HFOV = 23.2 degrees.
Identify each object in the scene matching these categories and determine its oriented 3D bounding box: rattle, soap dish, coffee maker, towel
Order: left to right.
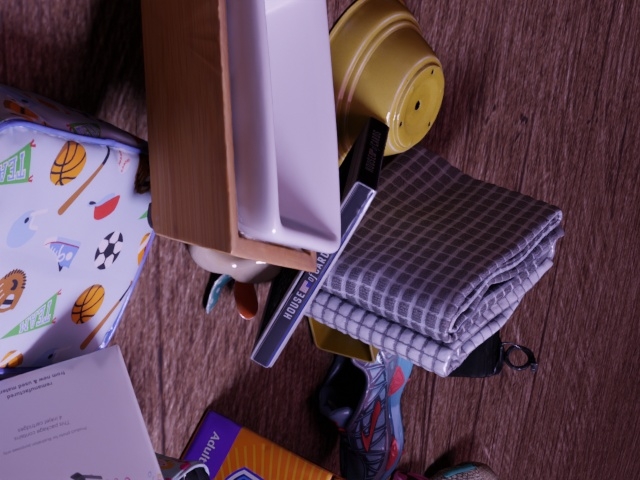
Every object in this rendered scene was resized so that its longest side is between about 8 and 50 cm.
[{"bbox_3d":[-0.086,-0.020,1.643,0.130,0.142,0.199,-22,158,-10],"label":"rattle"},{"bbox_3d":[-0.069,-0.120,1.358,0.229,0.118,0.290,14,72,-73],"label":"soap dish"},{"bbox_3d":[0.129,0.013,1.841,0.284,0.235,0.121,-41,139,-40],"label":"towel"},{"bbox_3d":[0.214,0.089,2.140,0.171,0.120,0.178,-5,129,-9],"label":"coffee maker"}]

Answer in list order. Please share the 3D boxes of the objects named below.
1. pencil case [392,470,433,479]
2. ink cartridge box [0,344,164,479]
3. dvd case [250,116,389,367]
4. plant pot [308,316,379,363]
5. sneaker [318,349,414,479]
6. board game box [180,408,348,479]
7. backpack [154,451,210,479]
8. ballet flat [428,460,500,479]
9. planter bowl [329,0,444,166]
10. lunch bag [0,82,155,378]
[{"bbox_3d":[0.124,0.456,2.372,0.098,0.095,0.209,12,105,-32],"label":"pencil case"},{"bbox_3d":[-0.211,0.237,1.305,0.168,0.232,0.171,-17,164,-12],"label":"ink cartridge box"},{"bbox_3d":[0.000,0.000,1.661,0.238,0.030,0.179,-58,-172,25],"label":"dvd case"},{"bbox_3d":[0.041,0.087,1.918,0.081,0.081,0.083,77,33,-51],"label":"plant pot"},{"bbox_3d":[0.040,0.217,2.033,0.125,0.104,0.261,-15,121,-39],"label":"sneaker"},{"bbox_3d":[-0.009,0.461,1.832,0.356,0.356,0.356,-62,154,-7],"label":"board game box"},{"bbox_3d":[-0.207,0.318,1.509,0.225,0.191,0.253,-37,146,-67],"label":"backpack"},{"bbox_3d":[0.168,0.584,2.528,0.182,0.164,0.482,-1,109,-38],"label":"ballet flat"},{"bbox_3d":[0.077,-0.164,1.751,0.217,0.090,0.217,-43,147,-37],"label":"planter bowl"},{"bbox_3d":[-0.258,0.003,1.257,0.303,0.115,0.243,11,105,-64],"label":"lunch bag"}]
